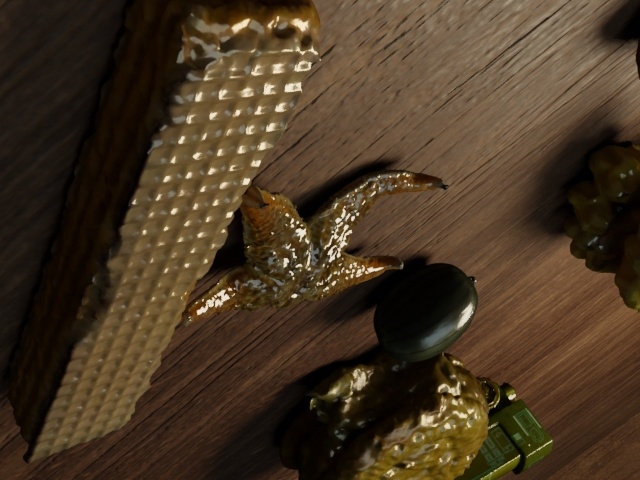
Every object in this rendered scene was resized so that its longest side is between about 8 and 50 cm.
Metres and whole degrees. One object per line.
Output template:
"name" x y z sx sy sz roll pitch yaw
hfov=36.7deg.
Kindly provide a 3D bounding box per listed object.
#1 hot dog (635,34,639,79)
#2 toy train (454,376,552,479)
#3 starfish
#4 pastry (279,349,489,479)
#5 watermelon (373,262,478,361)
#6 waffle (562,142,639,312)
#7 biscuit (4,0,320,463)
"hot dog" 0.304 -0.172 0.754 0.099 0.065 0.147 -6 131 -44
"toy train" 0.198 0.286 1.336 0.225 0.137 0.090 -26 153 -19
"starfish" 0.000 -0.003 0.710 0.247 0.050 0.138 -13 147 -50
"pastry" 0.082 0.219 1.087 0.240 0.132 0.235 -20 152 -29
"watermelon" 0.100 0.066 0.906 0.111 0.078 0.078 -40 154 0
"waffle" 0.411 -0.053 1.000 0.324 0.151 0.261 -26 150 -14
"biscuit" -0.108 0.004 0.577 0.094 0.054 0.378 -14 147 -39
